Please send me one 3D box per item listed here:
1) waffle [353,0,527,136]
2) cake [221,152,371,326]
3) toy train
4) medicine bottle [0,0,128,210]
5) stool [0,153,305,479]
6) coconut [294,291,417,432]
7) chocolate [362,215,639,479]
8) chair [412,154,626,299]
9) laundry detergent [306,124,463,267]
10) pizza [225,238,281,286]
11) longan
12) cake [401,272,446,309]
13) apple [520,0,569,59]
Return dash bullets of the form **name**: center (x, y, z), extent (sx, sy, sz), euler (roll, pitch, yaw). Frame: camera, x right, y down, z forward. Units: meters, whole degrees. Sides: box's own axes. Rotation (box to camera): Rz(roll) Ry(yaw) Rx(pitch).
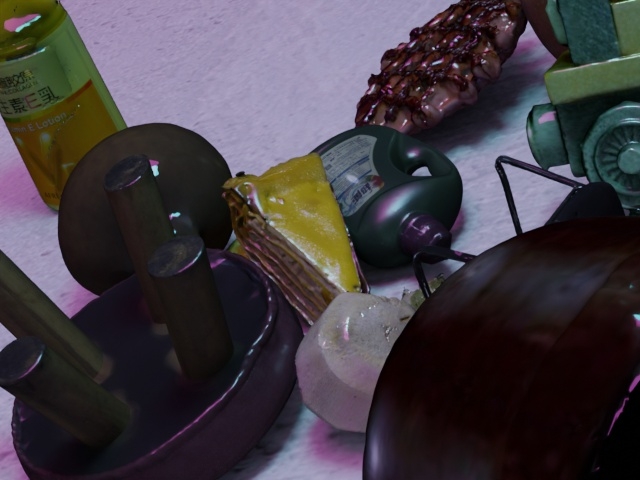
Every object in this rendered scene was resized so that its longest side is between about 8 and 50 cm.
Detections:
- **waffle**: center (0.124, -0.179, 1.837), extent (0.221, 0.055, 0.234), euler (-31, 20, 27)
- **cake**: center (-0.001, 0.003, 1.614), extent (0.185, 0.080, 0.116), euler (37, 45, 23)
- **toy train**: center (0.355, -0.176, 1.500), extent (0.397, 0.253, 0.160), euler (-10, 14, 18)
- **medicine bottle**: center (-0.290, -0.154, 1.927), extent (0.124, 0.239, 0.124), euler (-19, 30, 12)
- **stool**: center (-0.166, 0.079, 1.496), extent (0.272, 0.178, 0.272), euler (-19, 37, 15)
- **coconut**: center (0.035, 0.103, 1.439), extent (0.110, 0.124, 0.110), euler (10, 56, -15)
- **chocolate**: center (0.197, 0.162, 1.044), extent (0.383, 0.384, 0.331), euler (-36, 16, -22)
- **chair**: center (0.212, 0.035, 1.389), extent (0.221, 0.145, 0.140), euler (7, 42, 39)
- **laundry detergent**: center (0.068, -0.036, 1.661), extent (0.144, 0.078, 0.221), euler (-34, 31, -16)
- **pizza**: center (-0.057, 0.036, 1.669), extent (0.099, 0.036, 0.160), euler (-16, 31, 12)
- **longan**: center (-0.163, -0.022, 1.709), extent (0.185, 0.159, 0.204), euler (-46, 30, -2)
- **cake**: center (0.093, 0.057, 1.524), extent (0.051, 0.055, 0.140), euler (-27, 28, 4)
- **apple**: center (0.327, -0.297, 1.725), extent (0.305, 0.235, 0.306), euler (-32, 19, 12)
